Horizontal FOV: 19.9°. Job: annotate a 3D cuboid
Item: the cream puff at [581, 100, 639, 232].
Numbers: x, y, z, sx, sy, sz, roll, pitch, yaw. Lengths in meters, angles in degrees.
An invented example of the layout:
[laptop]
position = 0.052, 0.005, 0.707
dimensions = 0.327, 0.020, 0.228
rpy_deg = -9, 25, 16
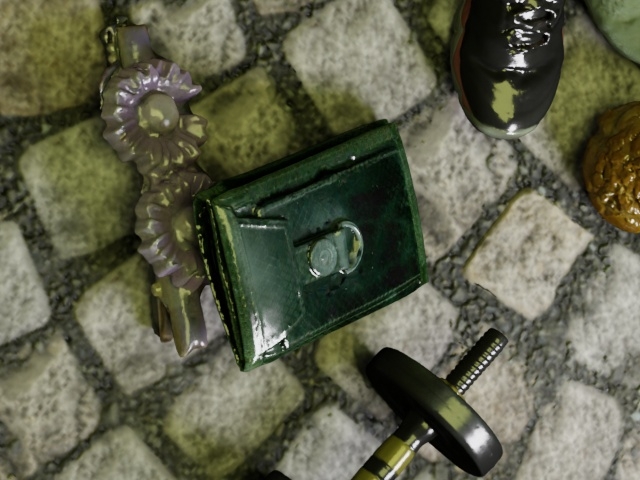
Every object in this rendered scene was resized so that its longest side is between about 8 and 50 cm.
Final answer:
[cream puff]
position = 0.318, -0.066, 1.691
dimensions = 0.144, 0.103, 0.126
rpy_deg = 14, 88, -26

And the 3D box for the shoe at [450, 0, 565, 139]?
[shoe]
position = 0.187, -0.234, 1.612
dimensions = 0.114, 0.137, 0.291
rpy_deg = -2, 96, -19

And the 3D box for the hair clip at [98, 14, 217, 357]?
[hair clip]
position = -0.132, -0.049, 1.548
dimensions = 0.106, 0.084, 0.292
rpy_deg = -14, 94, -37

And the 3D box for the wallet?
[wallet]
position = 0.002, 0.000, 1.569
dimensions = 0.236, 0.055, 0.160
rpy_deg = -23, 107, -39

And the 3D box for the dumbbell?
[dumbbell]
position = 0.051, 0.202, 1.593
dimensions = 0.325, 0.143, 0.143
rpy_deg = -47, 108, -10

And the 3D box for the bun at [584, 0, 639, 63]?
[bun]
position = 0.338, -0.249, 1.679
dimensions = 0.195, 0.118, 0.195
rpy_deg = -2, 97, -17
